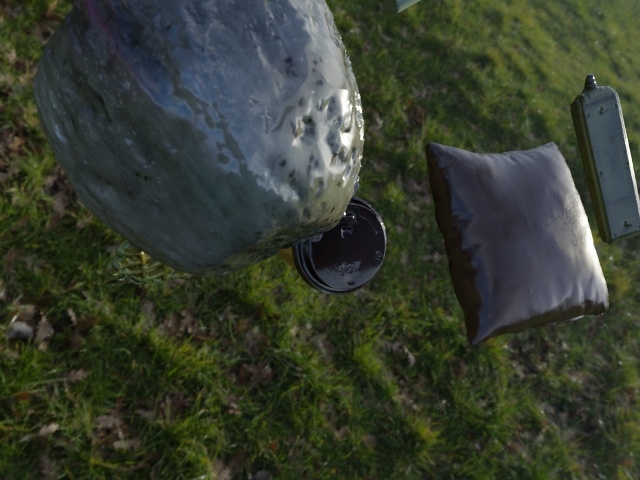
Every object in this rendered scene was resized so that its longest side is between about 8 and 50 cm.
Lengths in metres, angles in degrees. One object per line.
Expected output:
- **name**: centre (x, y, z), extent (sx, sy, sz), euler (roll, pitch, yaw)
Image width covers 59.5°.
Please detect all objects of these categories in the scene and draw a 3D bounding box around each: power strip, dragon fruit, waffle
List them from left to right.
- **waffle**: centre (-0.181, 0.001, 0.724), extent (0.036, 0.169, 0.183), euler (54, 11, 19)
- **dragon fruit**: centre (-0.088, -0.097, 0.484), extent (0.221, 0.282, 0.204), euler (60, 0, 10)
- **power strip**: centre (0.632, -0.179, 1.242), extent (0.066, 0.092, 0.388), euler (-100, 170, -73)

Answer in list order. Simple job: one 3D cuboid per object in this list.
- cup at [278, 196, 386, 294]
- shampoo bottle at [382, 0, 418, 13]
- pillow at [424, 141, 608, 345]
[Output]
- **cup**: centre (0.000, 0.000, 1.148), extent (0.196, 0.196, 0.279), euler (30, -8, -24)
- **shampoo bottle**: centre (0.193, -0.445, 0.926), extent (0.056, 0.195, 0.056), euler (57, -6, 9)
- **pillow**: centre (0.307, -0.011, 0.878), extent (0.307, 0.108, 0.306), euler (-6, 77, -30)
